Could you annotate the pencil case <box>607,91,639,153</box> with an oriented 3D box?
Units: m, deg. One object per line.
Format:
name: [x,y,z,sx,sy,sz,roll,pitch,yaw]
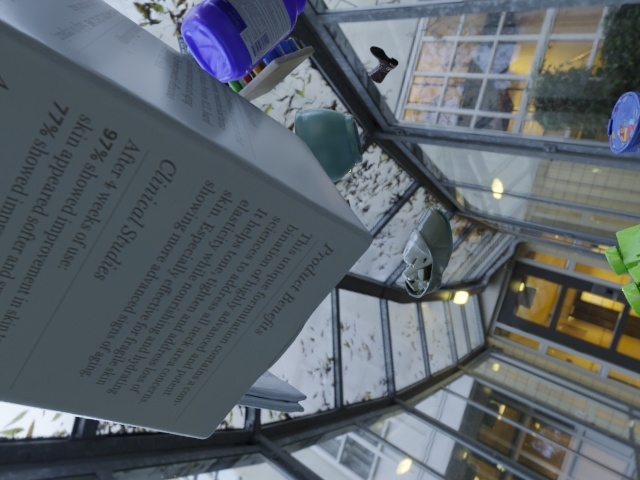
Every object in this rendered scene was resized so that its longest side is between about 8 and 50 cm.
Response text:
pencil case: [0.727,-0.212,0.801,0.133,0.306,0.119,1,-83,-84]

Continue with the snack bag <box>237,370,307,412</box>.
snack bag: [-0.233,0.216,0.721,0.343,0.323,0.037,18,-101,-22]

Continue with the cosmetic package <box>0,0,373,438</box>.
cosmetic package: [-0.226,-0.038,0.478,0.394,0.327,0.329,29,-71,-31]

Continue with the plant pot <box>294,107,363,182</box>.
plant pot: [0.044,-0.352,1.526,0.293,0.196,0.293,-11,-90,-77]

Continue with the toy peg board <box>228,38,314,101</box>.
toy peg board: [-0.123,-0.374,0.886,0.079,0.161,0.161,54,-140,-13]

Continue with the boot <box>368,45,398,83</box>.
boot: [0.176,-0.552,1.320,0.106,0.114,0.037,27,-107,-17]

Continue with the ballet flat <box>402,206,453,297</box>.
ballet flat: [0.163,0.032,0.662,0.068,0.072,0.213,-29,-33,-8]

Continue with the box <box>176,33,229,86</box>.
box: [-0.283,-0.495,1.123,0.180,0.078,0.147,-54,-27,-43]

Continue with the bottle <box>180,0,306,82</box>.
bottle: [-0.100,-0.381,0.685,0.283,0.092,0.118,-57,-49,-28]

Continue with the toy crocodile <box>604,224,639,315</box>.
toy crocodile: [0.689,0.077,0.863,0.105,0.115,0.340,49,-145,-16]

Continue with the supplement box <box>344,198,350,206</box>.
supplement box: [0.000,0.000,1.225,0.194,0.129,0.191,-38,-58,-39]
